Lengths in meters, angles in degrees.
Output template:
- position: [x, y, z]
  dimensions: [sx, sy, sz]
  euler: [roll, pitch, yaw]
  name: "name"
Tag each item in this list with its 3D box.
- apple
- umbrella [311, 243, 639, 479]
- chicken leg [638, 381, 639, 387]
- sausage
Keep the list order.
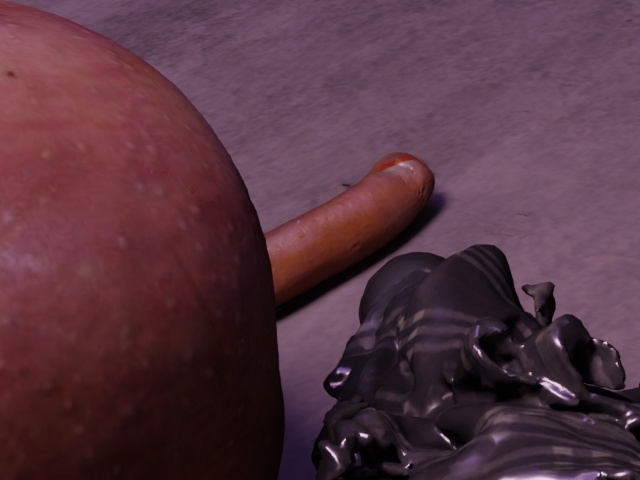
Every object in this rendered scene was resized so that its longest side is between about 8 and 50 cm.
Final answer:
- position: [-0.137, 0.044, 0.722]
  dimensions: [0.235, 0.306, 0.306]
  euler: [-16, 24, -14]
  name: "apple"
- position: [0.071, 0.066, 0.750]
  dimensions: [0.154, 0.128, 0.337]
  euler: [-17, 20, 12]
  name: "umbrella"
- position: [0.181, 0.079, 0.740]
  dimensions: [0.105, 0.063, 0.234]
  euler: [-15, 23, -16]
  name: "chicken leg"
- position: [0.000, -0.001, 1.029]
  dimensions: [0.176, 0.040, 0.047]
  euler: [-31, 24, -36]
  name: "sausage"
